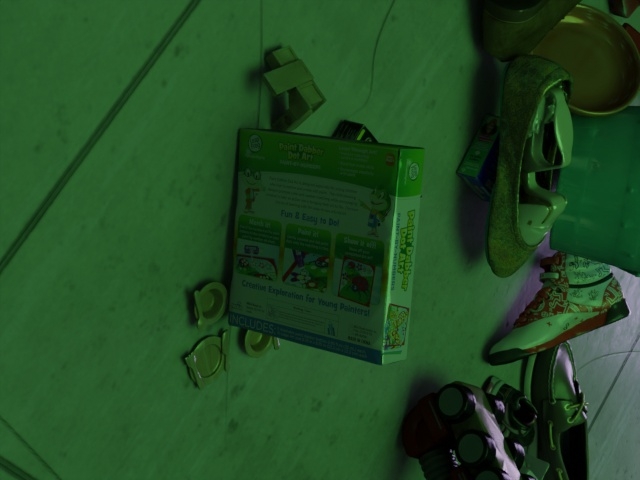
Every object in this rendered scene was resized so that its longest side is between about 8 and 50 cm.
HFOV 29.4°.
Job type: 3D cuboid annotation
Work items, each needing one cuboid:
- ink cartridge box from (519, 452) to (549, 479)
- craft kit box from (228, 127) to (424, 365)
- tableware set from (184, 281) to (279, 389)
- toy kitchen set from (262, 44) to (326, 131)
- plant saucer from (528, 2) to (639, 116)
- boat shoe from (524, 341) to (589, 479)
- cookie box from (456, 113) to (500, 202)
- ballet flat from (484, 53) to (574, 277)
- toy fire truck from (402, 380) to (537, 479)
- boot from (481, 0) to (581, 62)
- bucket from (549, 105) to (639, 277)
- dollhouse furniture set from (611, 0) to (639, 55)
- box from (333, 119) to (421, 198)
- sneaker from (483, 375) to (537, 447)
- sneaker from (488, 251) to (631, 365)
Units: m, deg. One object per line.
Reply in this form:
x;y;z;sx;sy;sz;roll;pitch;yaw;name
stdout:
0.294;0.423;2.042;0.180;0.104;0.060;-58;137;-17;ink cartridge box
0.000;0.000;1.432;0.061;0.250;0.246;-9;106;-48;craft kit box
-0.108;0.102;1.538;0.169;0.020;0.141;-25;121;-40;tableware set
-0.055;-0.178;1.490;0.068;0.075;0.083;-29;84;-43;toy kitchen set
0.401;-0.276;1.886;0.200;0.200;0.037;-45;176;-29;plant saucer
0.426;0.308;2.154;0.117;0.097;0.324;-27;122;-40;boat shoe
0.264;-0.123;1.861;0.092;0.040;0.107;41;72;-48;cookie box
0.316;-0.098;1.808;0.123;0.123;0.348;-16;115;-45;ballet flat
0.193;0.366;1.878;0.246;0.217;0.158;-37;147;24;toy fire truck
0.341;-0.370;1.836;0.305;0.112;0.115;-34;148;-32;boot
0.474;-0.088;1.937;0.281;0.183;0.281;10;90;-76;bucket
0.620;-0.339;2.099;0.374;0.152;0.201;19;89;-50;dollhouse furniture set
0.041;-0.033;1.640;0.184;0.045;0.190;44;71;-44;box
0.334;0.304;2.065;0.072;0.077;0.178;-56;138;-16;sneaker
0.378;0.105;2.047;0.270;0.090;0.145;-20;83;-15;sneaker
